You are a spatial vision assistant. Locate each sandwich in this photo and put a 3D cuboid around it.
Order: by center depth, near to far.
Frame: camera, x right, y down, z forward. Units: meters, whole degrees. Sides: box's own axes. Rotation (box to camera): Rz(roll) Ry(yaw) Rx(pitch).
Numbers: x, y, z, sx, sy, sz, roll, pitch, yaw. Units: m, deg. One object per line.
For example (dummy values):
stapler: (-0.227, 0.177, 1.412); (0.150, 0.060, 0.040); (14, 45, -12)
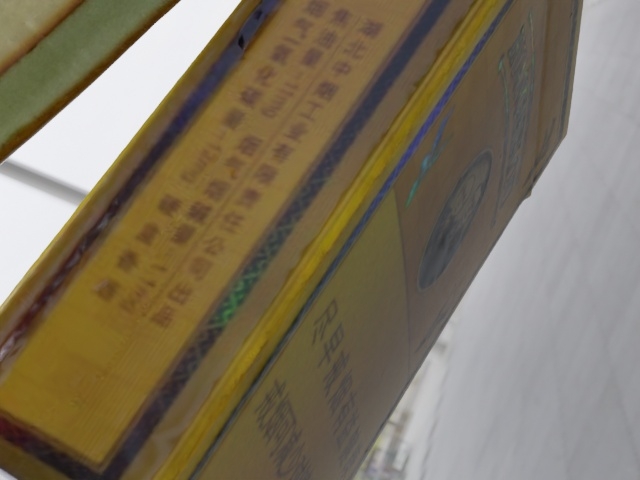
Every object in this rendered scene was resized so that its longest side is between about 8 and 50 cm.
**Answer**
sandwich: (-0.104, -0.107, 0.491); (0.163, 0.079, 0.113); (-43, 25, 6)

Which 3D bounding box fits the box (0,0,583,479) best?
box: (0.000, 0.000, 0.509); (0.301, 0.084, 0.193); (-56, -20, -22)
